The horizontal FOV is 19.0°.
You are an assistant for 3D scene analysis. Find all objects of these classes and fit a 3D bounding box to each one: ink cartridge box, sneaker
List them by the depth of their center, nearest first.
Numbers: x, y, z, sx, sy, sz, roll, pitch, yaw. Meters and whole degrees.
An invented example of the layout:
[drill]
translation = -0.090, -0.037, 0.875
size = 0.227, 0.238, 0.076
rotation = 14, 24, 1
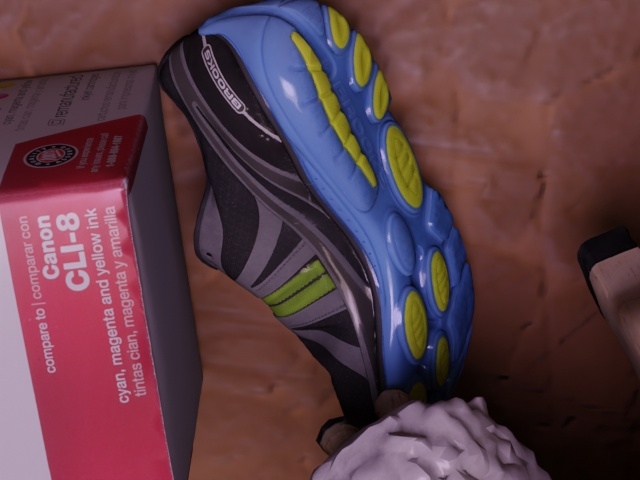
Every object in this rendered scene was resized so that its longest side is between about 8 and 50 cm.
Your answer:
[ink cartridge box]
translation = -0.136, 0.025, 0.637
size = 0.176, 0.128, 0.127
rotation = -6, 112, 2
[sneaker]
translation = 0.000, 0.000, 0.670
size = 0.078, 0.067, 0.188
rotation = -3, 125, 34

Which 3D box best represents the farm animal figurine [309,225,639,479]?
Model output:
[farm animal figurine]
translation = 0.202, 0.107, 0.616
size = 0.330, 0.172, 0.327
rotation = -37, 119, 9
